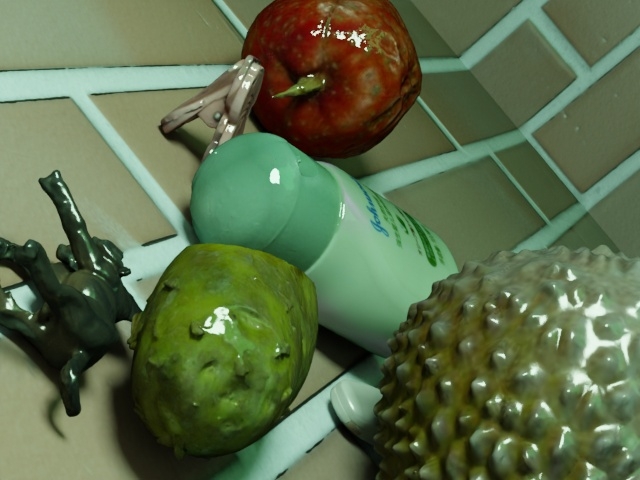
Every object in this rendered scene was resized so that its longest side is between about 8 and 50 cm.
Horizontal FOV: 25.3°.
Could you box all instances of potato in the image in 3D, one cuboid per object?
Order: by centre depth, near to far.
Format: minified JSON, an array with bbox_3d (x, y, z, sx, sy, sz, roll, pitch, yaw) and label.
[{"bbox_3d":[-0.079,0.085,1.218,0.141,0.176,0.298,8,12,6],"label":"potato"}]

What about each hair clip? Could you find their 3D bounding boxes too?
[{"bbox_3d":[-0.102,-0.136,1.639,0.102,0.138,0.123,53,11,-4],"label":"hair clip"}]

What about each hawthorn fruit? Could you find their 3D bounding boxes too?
[{"bbox_3d":[0.017,-0.230,1.938,0.258,0.258,0.262,45,-9,-13],"label":"hawthorn fruit"}]

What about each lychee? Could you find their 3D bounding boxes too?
[{"bbox_3d":[0.228,0.187,1.365,0.380,0.380,0.432,44,45,-15],"label":"lychee"}]

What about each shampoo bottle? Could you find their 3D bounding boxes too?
[{"bbox_3d":[0.000,0.000,1.577,0.349,0.151,0.222,30,28,-42],"label":"shampoo bottle"}]

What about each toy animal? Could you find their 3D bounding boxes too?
[{"bbox_3d":[-0.199,0.040,1.151,0.148,0.084,0.232,44,16,-20],"label":"toy animal"}]

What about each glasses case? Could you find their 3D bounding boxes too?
[{"bbox_3d":[0.069,0.194,1.521,0.164,0.041,0.063,29,25,-45],"label":"glasses case"}]
